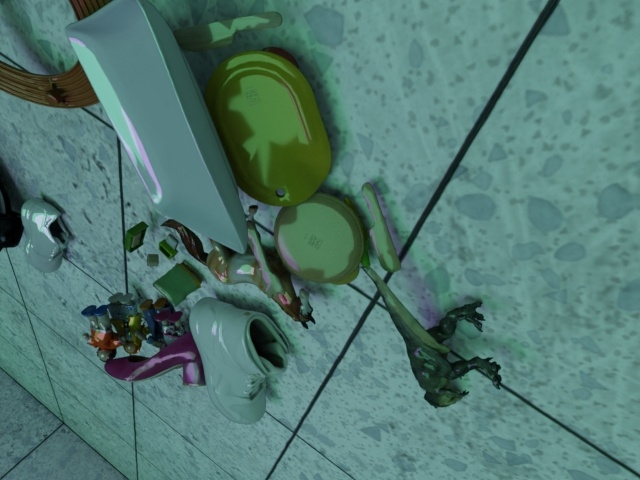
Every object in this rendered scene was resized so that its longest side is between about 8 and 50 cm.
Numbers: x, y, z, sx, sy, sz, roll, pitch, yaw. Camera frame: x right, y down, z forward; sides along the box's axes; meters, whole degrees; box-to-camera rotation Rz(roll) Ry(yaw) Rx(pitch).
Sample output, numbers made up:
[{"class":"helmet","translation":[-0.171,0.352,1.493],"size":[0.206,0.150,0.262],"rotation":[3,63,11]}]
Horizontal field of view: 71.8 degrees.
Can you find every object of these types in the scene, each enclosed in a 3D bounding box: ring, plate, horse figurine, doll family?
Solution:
[{"class":"ring","translation":[-0.429,-0.310,0.581],"size":[0.336,0.032,0.337],"rotation":[8,143,6]},{"class":"plate","translation":[-0.196,-0.137,0.547],"size":[0.277,0.045,0.278],"rotation":[19,137,47]},{"class":"horse figurine","translation":[-0.119,0.019,0.675],"size":[0.263,0.066,0.175],"rotation":[10,120,27]},{"class":"doll family","translation":[-0.380,0.202,0.978],"size":[0.262,0.118,0.163],"rotation":[4,118,8]}]

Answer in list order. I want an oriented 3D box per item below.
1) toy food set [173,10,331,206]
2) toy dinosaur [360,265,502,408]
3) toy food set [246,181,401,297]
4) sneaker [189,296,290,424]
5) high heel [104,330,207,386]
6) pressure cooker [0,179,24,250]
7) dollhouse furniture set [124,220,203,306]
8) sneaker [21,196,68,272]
[{"class":"toy food set","translation":[-0.061,-0.151,0.515],"size":[0.128,0.071,0.218],"rotation":[-12,118,14]},{"class":"toy dinosaur","translation":[0.153,0.134,0.554],"size":[0.118,0.064,0.268],"rotation":[-14,118,31]},{"class":"toy food set","translation":[0.000,0.000,0.574],"size":[0.191,0.038,0.133],"rotation":[-14,104,22]},{"class":"sneaker","translation":[-0.128,0.248,0.817],"size":[0.169,0.108,0.293],"rotation":[5,122,37]},{"class":"high heel","translation":[-0.326,0.221,0.884],"size":[0.243,0.082,0.117],"rotation":[-1,87,21]},{"class":"pressure cooker","translation":[-0.917,-0.067,0.969],"size":[0.420,0.370,0.376],"rotation":[12,131,33]},{"class":"dollhouse furniture set","translation":[-0.280,0.037,0.795],"size":[0.151,0.076,0.059],"rotation":[42,136,3]},{"class":"sneaker","translation":[-0.624,0.006,1.026],"size":[0.094,0.080,0.212],"rotation":[21,131,6]}]
